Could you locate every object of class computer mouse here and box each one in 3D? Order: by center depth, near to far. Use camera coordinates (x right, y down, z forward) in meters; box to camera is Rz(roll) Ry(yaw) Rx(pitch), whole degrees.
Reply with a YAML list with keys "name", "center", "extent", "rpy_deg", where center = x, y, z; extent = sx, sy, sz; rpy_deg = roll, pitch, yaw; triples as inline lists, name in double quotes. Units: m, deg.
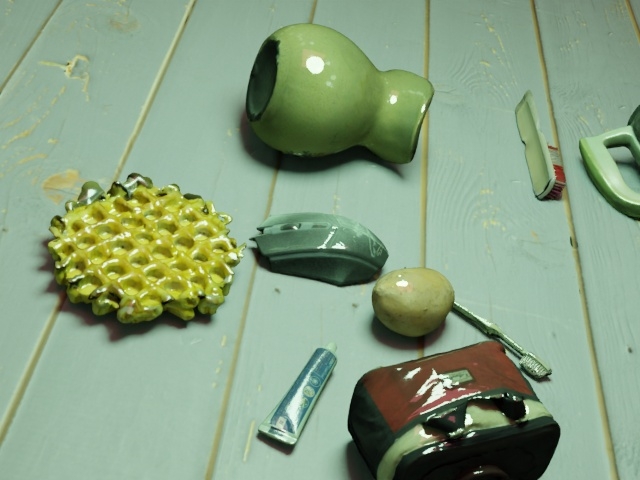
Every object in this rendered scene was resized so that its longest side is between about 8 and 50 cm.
- name: "computer mouse"
  center: [0.000, -0.001, 1.564]
  extent: [0.231, 0.071, 0.126]
  rpy_deg: [11, 40, -2]

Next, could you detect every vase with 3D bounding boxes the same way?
- name: "vase"
  center: [0.013, -0.274, 1.803]
  extent: [0.302, 0.241, 0.329]
  rpy_deg: [10, 12, -23]

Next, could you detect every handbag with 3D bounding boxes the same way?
- name: "handbag"
  center: [0.176, 0.247, 1.244]
  extent: [0.254, 0.181, 0.181]
  rpy_deg: [-10, 43, -22]

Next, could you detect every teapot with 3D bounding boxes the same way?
- name: "teapot"
  center: [0.708, -0.173, 1.852]
  extent: [0.321, 0.239, 0.239]
  rpy_deg: [5, 53, -19]

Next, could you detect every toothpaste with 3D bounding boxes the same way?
- name: "toothpaste"
  center: [-0.021, 0.209, 1.342]
  extent: [0.057, 0.035, 0.197]
  rpy_deg: [19, 43, 15]

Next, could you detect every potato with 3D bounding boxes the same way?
- name: "potato"
  center: [0.143, 0.092, 1.476]
  extent: [0.147, 0.112, 0.112]
  rpy_deg: [-11, 45, -37]

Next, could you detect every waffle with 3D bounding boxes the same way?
- name: "waffle"
  center: [-0.269, 0.009, 1.481]
  extent: [0.329, 0.062, 0.329]
  rpy_deg: [7, 40, -6]

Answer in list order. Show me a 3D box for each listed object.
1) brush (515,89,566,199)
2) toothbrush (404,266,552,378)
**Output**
- name: "brush"
  center: [0.445, -0.196, 1.934]
  extent: [0.050, 0.060, 0.321]
  rpy_deg: [18, 38, -15]
- name: "toothbrush"
  center: [0.245, 0.126, 1.522]
  extent: [0.028, 0.026, 0.294]
  rpy_deg: [-37, 60, -26]
